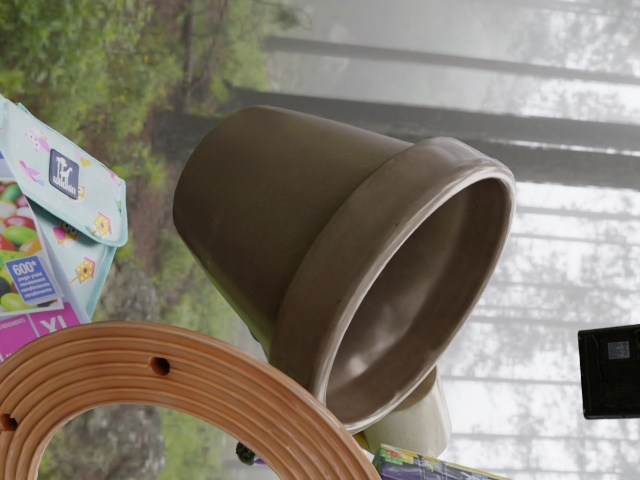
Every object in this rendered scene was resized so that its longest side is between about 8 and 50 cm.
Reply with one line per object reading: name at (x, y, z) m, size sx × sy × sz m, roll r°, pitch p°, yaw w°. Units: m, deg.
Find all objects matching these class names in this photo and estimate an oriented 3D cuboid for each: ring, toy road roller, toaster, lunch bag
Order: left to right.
lunch bag at (-0.363, -0.016, 1.131) m, size 0.160 × 0.223 × 0.262 m, roll 6°, pitch -113°, yaw 44°
ring at (-0.100, 0.203, 0.657) m, size 0.032 × 0.337 × 0.336 m, roll -49°, pitch 151°, yaw -62°
toy road roller at (0.071, 0.131, 1.286) m, size 0.330 × 0.241 × 0.202 m, roll 28°, pitch -31°, yaw 38°
toaster at (0.561, 0.232, 1.664) m, size 0.186 × 0.110 × 0.167 m, roll -14°, pitch -107°, yaw 45°

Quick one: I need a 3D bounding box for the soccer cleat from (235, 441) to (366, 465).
soccer cleat at (-0.042, 0.331, 1.521) m, size 0.318 × 0.116 × 0.108 m, roll -27°, pitch -144°, yaw 61°

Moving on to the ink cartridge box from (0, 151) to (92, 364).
ink cartridge box at (-0.343, 0.010, 0.826) m, size 0.311 × 0.186 × 0.065 m, roll 55°, pitch -41°, yaw 21°

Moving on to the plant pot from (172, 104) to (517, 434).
plant pot at (0.000, 0.000, 0.806) m, size 0.263 × 0.229 × 0.263 m, roll -41°, pitch 149°, yaw -31°

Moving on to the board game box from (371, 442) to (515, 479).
board game box at (0.115, 0.284, 0.910) m, size 0.048 × 0.170 × 0.141 m, roll -85°, pitch -167°, yaw -63°
